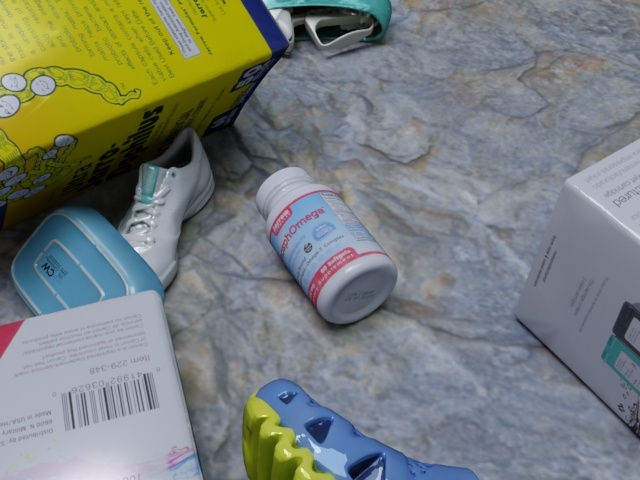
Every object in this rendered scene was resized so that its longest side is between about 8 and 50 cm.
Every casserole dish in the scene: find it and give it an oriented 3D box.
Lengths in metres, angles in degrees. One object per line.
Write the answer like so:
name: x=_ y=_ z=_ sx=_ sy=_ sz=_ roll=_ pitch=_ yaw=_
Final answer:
casserole dish: x=-0.226 y=0.040 z=0.719 sx=0.188 sy=0.037 sz=0.114 roll=41 pitch=93 yaw=29

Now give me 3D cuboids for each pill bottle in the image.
pill bottle: x=0.000 y=0.000 z=0.765 sx=0.087 sy=0.087 sz=0.160 roll=-23 pitch=53 yaw=-21

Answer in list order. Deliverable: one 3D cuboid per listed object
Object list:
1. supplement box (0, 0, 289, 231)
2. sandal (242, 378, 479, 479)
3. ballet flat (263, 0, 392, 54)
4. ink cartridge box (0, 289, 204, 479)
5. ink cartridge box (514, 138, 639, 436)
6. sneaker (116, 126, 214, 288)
supplement box: x=-0.247 y=-0.172 z=0.780 sx=0.356 sy=0.194 sz=0.195 roll=-31 pitch=87 yaw=-30
sandal: x=0.069 y=0.216 z=0.567 sx=0.317 sy=0.126 sz=0.138 roll=41 pitch=55 yaw=19
ballet flat: x=-0.022 y=-0.296 z=1.033 sx=0.247 sy=0.083 sz=0.087 roll=-6 pitch=63 yaw=-5
ink cartridge box: x=-0.192 y=0.209 z=0.547 sx=0.226 sy=0.131 sz=0.306 roll=-11 pitch=52 yaw=-13
ink cartridge box: x=0.348 y=0.058 z=0.654 sx=0.198 sy=0.197 sz=0.270 roll=-27 pitch=55 yaw=-23
sneaker: x=-0.173 y=-0.031 z=0.782 sx=0.080 sy=0.094 sz=0.212 roll=13 pitch=50 yaw=7
